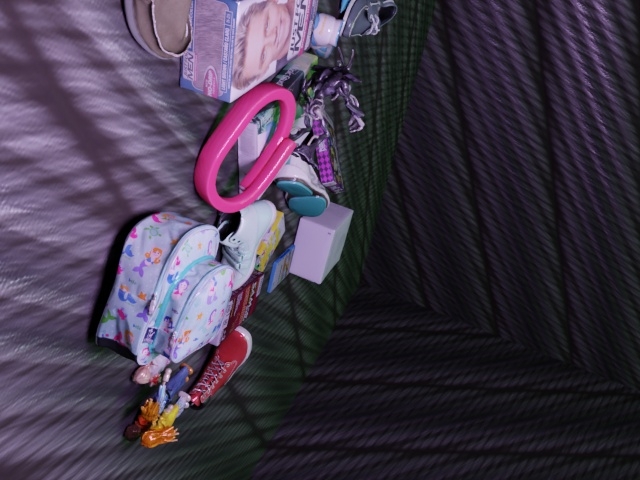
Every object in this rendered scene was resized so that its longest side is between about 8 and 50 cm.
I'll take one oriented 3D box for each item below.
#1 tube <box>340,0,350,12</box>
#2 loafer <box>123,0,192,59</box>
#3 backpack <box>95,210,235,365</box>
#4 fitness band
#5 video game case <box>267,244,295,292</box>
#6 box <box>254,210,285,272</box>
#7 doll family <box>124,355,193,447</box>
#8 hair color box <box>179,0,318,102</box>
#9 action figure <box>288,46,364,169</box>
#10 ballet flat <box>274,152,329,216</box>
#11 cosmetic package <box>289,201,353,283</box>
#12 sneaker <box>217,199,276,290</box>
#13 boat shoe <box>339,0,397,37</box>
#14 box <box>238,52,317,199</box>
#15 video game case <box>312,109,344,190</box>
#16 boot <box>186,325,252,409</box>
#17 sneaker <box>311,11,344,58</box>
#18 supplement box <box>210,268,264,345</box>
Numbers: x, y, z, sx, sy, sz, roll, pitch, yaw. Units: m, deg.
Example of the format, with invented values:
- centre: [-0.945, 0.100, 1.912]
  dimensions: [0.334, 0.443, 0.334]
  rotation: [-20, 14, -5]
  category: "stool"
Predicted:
- centre: [0.088, -0.719, 1.612]
  dimensions: [0.080, 0.052, 0.207]
  rotation: [-54, 167, -43]
  category: "tube"
- centre: [-0.212, -0.339, 0.813]
  dimensions: [0.251, 0.088, 0.094]
  rotation: [87, 27, -62]
  category: "loafer"
- centre: [-0.267, 0.081, 1.082]
  dimensions: [0.225, 0.191, 0.253]
  rotation: [-25, 129, -72]
  category: "backpack"
- centre: [-0.149, -0.193, 1.266]
  dimensions: [0.290, 0.054, 0.209]
  rotation: [-56, 153, -3]
  category: "fitness band"
- centre: [-0.134, 0.095, 2.073]
  dimensions: [0.166, 0.015, 0.119]
  rotation: [-46, 154, -61]
  category: "video game case"
- centre: [-0.159, 0.010, 1.754]
  dimensions: [0.105, 0.043, 0.179]
  rotation: [91, 20, -59]
  category: "box"
- centre: [-0.345, 0.355, 1.326]
  dimensions: [0.163, 0.119, 0.262]
  rotation: [-47, 155, -60]
  category: "doll family"
- centre: [-0.116, -0.396, 1.100]
  dimensions: [0.347, 0.105, 0.173]
  rotation: [-53, 160, -50]
  category: "hair color box"
- centre: [0.012, -0.312, 1.432]
  dimensions: [0.275, 0.164, 0.141]
  rotation: [-59, 146, -4]
  category: "action figure"
- centre: [-0.047, -0.174, 1.776]
  dimensions: [0.400, 0.139, 0.139]
  rotation: [53, 59, -75]
  category: "ballet flat"
- centre: [0.000, 0.000, 2.206]
  dimensions: [0.224, 0.138, 0.223]
  rotation: [-49, 157, -62]
  category: "cosmetic package"
- centre: [-0.216, 0.015, 1.436]
  dimensions: [0.151, 0.094, 0.255]
  rotation: [-7, 129, -57]
  category: "sneaker"
- centre: [0.144, -0.664, 1.784]
  dimensions: [0.319, 0.099, 0.116]
  rotation: [-54, 172, -51]
  category: "boat shoe"
- centre: [-0.101, -0.283, 1.474]
  dimensions: [0.232, 0.059, 0.322]
  rotation: [97, 18, -48]
  category: "box"
- centre: [0.021, -0.268, 1.817]
  dimensions: [0.210, 0.042, 0.231]
  rotation: [18, 63, -78]
  category: "video game case"
- centre: [-0.280, 0.352, 1.634]
  dimensions: [0.244, 0.088, 0.176]
  rotation: [-61, 172, 32]
  category: "boot"
- centre: [-0.004, -0.507, 1.475]
  dimensions: [0.229, 0.092, 0.087]
  rotation: [-142, -110, -82]
  category: "sneaker"
- centre: [-0.237, 0.166, 1.599]
  dimensions: [0.239, 0.073, 0.130]
  rotation: [-43, 151, -66]
  category: "supplement box"
